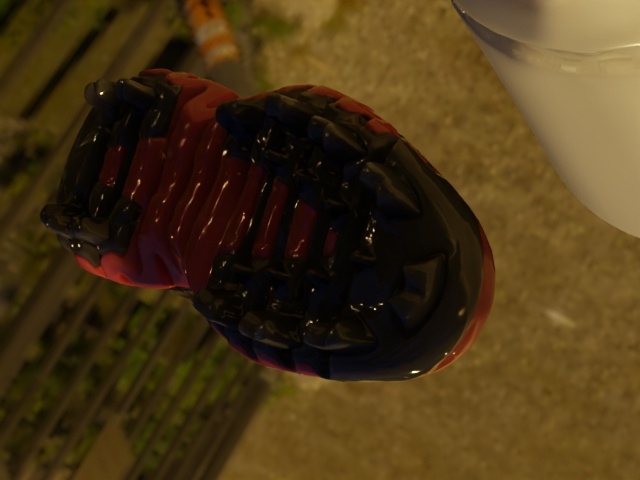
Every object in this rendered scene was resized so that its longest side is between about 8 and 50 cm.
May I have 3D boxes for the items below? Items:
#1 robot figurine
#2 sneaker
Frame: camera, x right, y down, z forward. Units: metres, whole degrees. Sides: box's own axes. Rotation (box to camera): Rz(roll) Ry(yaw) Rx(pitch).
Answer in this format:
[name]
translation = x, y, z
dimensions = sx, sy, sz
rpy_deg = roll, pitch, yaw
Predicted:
[robot figurine]
translation = 0.166, -0.130, 0.825
dimensions = 0.300, 0.200, 0.353
rpy_deg = 27, 166, 36
[sneaker]
translation = 0.000, -0.001, 0.676
dimensions = 0.135, 0.098, 0.276
rpy_deg = 22, 179, -29
